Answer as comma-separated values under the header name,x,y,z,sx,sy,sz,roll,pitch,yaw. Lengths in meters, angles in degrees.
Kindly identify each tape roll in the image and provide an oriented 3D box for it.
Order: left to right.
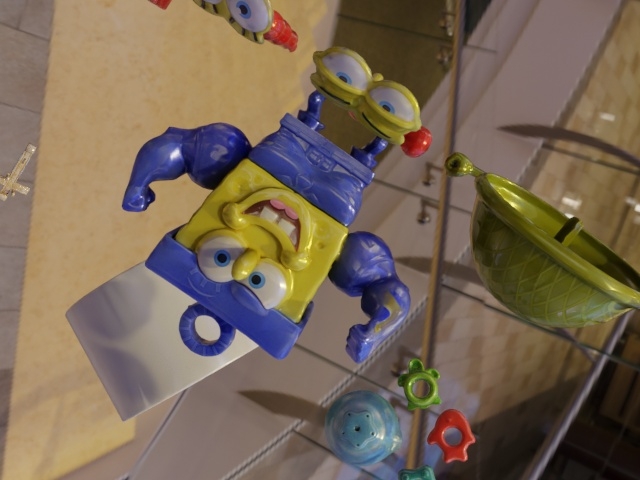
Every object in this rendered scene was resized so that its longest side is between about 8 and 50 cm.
name,x,y,z,sx,sy,sz,roll,pitch,yaw
tape roll,-0.204,0.116,1.071,0.246,0.169,0.246,-29,177,-2

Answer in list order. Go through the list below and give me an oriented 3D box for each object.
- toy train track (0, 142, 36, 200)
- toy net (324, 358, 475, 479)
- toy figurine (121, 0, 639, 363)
name,x,y,z,sx,sy,sz,roll,pitch,yaw
toy train track,-0.372,-0.082,0.944,0.048,0.014,0.083,27,107,-30
toy net,0.094,0.227,0.666,0.122,0.232,0.045,-26,164,3
toy figurine,0.000,0.000,0.522,0.217,0.363,0.191,-54,-178,8
